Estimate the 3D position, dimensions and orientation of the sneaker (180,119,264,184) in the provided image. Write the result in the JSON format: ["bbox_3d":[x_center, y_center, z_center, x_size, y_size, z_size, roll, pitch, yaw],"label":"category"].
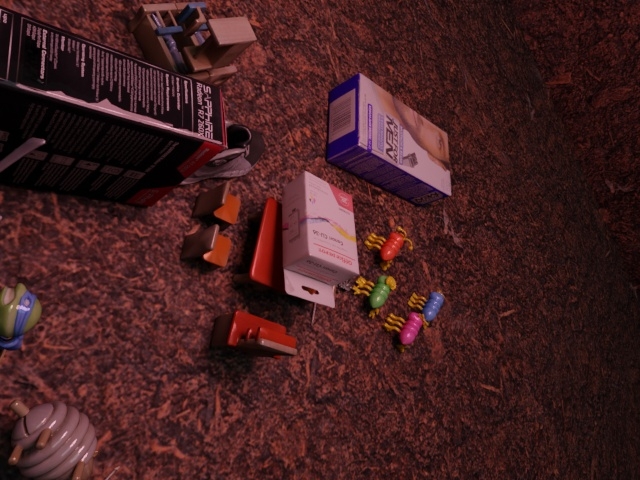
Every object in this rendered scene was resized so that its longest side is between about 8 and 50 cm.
[{"bbox_3d":[-0.139,-0.154,0.766,0.229,0.132,0.086,-34,103,-50],"label":"sneaker"}]

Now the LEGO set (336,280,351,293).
[{"bbox_3d":[0.039,0.081,0.952,0.083,0.023,0.054,11,71,-41],"label":"LEGO set"}]

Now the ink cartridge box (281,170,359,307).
[{"bbox_3d":[0.000,0.000,0.765,0.115,0.067,0.198,22,52,-38],"label":"ink cartridge box"}]

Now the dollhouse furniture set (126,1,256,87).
[{"bbox_3d":[-0.188,-0.334,0.744,0.129,0.184,0.129,-33,101,-44],"label":"dollhouse furniture set"}]

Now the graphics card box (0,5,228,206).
[{"bbox_3d":[-0.325,-0.139,0.525,0.371,0.233,0.094,7,70,-42],"label":"graphics card box"}]

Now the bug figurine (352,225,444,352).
[{"bbox_3d":[0.189,0.117,1.051,0.279,0.072,0.216,53,49,-20],"label":"bug figurine"}]

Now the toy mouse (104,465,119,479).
[{"bbox_3d":[-0.305,0.367,0.540,0.161,0.031,0.143,-9,84,-44],"label":"toy mouse"}]

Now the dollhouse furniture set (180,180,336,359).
[{"bbox_3d":[-0.082,0.056,0.766,0.262,0.135,0.259,27,61,-35],"label":"dollhouse furniture set"}]

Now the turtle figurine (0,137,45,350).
[{"bbox_3d":[-0.396,-0.005,0.410,0.266,0.274,0.197,5,47,-24],"label":"turtle figurine"}]

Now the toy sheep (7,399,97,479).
[{"bbox_3d":[-0.309,0.232,0.536,0.091,0.091,0.132,-44,121,-41],"label":"toy sheep"}]

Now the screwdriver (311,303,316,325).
[{"bbox_3d":[-0.007,0.083,0.916,0.025,0.024,0.169,17,71,-7],"label":"screwdriver"}]

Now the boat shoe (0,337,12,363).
[{"bbox_3d":[-0.387,0.138,0.518,0.050,0.045,0.135,30,59,-34],"label":"boat shoe"}]

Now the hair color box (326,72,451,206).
[{"bbox_3d":[0.172,-0.225,1.109,0.339,0.110,0.185,19,65,-40],"label":"hair color box"}]
